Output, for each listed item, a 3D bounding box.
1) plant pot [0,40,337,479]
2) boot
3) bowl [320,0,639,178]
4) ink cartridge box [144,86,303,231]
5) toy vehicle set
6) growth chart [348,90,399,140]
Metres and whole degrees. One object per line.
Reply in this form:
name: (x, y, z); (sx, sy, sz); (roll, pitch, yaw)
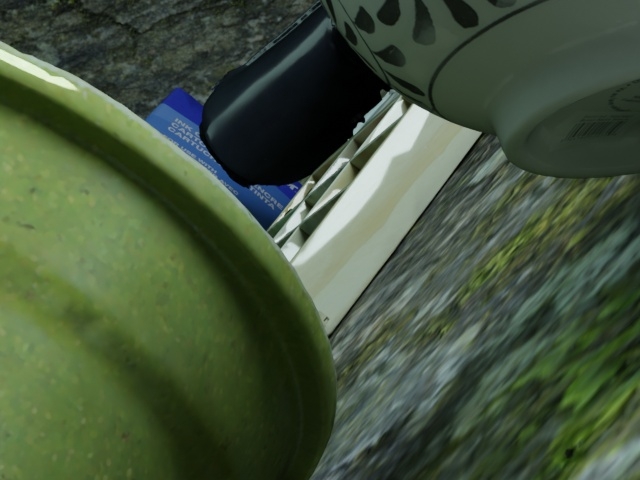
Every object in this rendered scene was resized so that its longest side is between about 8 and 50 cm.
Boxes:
plant pot: (-0.160, 0.112, 0.533); (0.276, 0.276, 0.254); (-44, 20, 50)
boot: (0.013, -0.098, 1.101); (0.207, 0.094, 0.246); (-40, 9, 23)
bowl: (0.071, -0.064, 0.422); (0.170, 0.170, 0.080); (139, 126, -60)
ink cartridge box: (-0.159, 0.056, 1.356); (0.270, 0.151, 0.395); (-48, 4, 21)
toy vehicle set: (0.000, 0.000, 0.980); (0.166, 0.035, 0.267); (-52, 6, -21)
growth chart: (0.021, -0.054, 1.262); (0.172, 0.021, 0.237); (-50, 5, 6)
